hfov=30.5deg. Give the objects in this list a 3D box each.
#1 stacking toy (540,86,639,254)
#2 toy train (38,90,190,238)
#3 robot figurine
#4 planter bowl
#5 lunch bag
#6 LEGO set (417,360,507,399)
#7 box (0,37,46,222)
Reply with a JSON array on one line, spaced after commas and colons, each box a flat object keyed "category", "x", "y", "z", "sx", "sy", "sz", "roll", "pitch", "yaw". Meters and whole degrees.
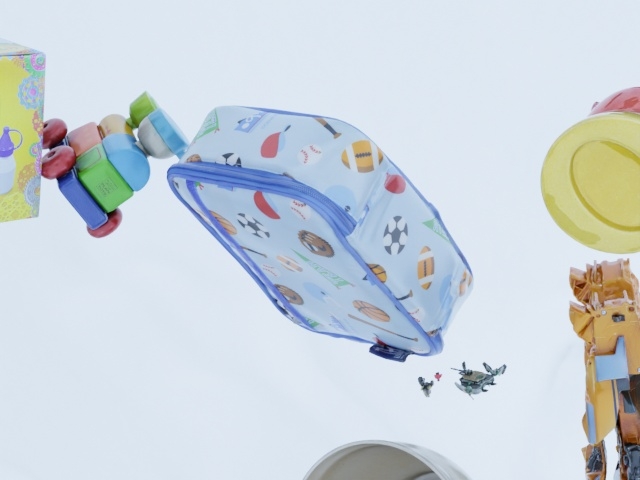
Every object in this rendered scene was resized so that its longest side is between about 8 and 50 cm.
[{"category": "stacking toy", "x": 0.372, "y": -0.042, "z": 0.950, "sx": 0.309, "sy": 0.130, "sz": 0.279, "roll": 47, "pitch": 124, "yaw": -5}, {"category": "toy train", "x": -0.232, "y": -0.115, "z": 1.294, "sx": 0.105, "sy": 0.143, "sz": 0.248, "roll": 56, "pitch": 180, "yaw": -30}, {"category": "robot figurine", "x": 0.310, "y": 0.177, "z": 1.224, "sx": 0.085, "sy": 0.211, "sz": 0.290, "roll": -4, "pitch": 106, "yaw": 14}, {"category": "planter bowl", "x": 0.070, "y": 0.231, "z": 0.906, "sx": 0.162, "sy": 0.109, "sz": 0.162, "roll": -3, "pitch": 85, "yaw": 34}, {"category": "lunch bag", "x": 0.000, "y": 0.000, "z": 1.152, "sx": 0.243, "sy": 0.115, "sz": 0.303, "roll": 10, "pitch": 149, "yaw": 38}, {"category": "LEGO set", "x": 0.133, "y": 0.134, "z": 1.090, "sx": 0.083, "sy": 0.054, "sz": 0.023, "roll": -7, "pitch": 111, "yaw": 13}, {"category": "box", "x": -0.473, "y": -0.123, "z": 1.156, "sx": 0.279, "sy": 0.290, "sz": 0.177, "roll": 22, "pitch": 113, "yaw": 40}]
